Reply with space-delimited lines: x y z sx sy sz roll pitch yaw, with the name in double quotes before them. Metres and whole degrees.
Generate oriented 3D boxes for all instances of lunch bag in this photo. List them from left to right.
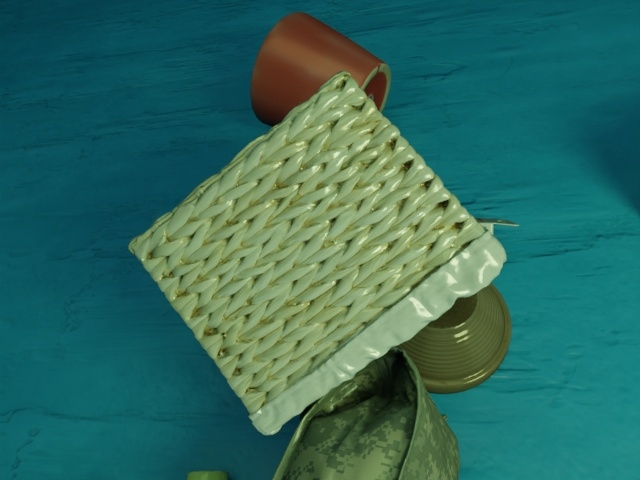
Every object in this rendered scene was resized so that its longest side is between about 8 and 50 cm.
"lunch bag" 0.067 0.297 0.518 0.168 0.235 0.287 1 47 37

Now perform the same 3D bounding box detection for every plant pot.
"plant pot" 0.014 -0.358 1.034 0.243 0.275 0.275 29 63 19
"plant pot" 0.191 0.116 0.722 0.237 0.110 0.238 -6 54 8

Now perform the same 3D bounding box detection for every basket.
"basket" 0.000 0.000 0.597 0.331 0.328 0.267 -37 93 7

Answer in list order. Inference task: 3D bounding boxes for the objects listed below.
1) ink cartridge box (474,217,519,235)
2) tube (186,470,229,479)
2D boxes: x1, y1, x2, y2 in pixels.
"ink cartridge box" 0.240 -0.005 0.792 0.198 0.115 0.067 1 98 13
"tube" -0.162 0.441 0.586 0.070 0.062 0.240 -32 46 40
